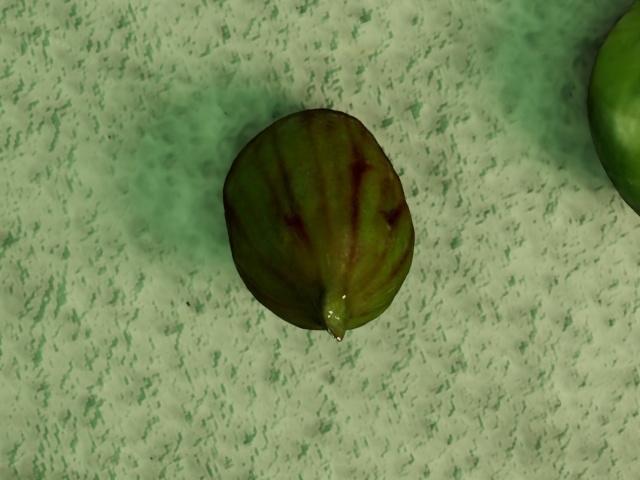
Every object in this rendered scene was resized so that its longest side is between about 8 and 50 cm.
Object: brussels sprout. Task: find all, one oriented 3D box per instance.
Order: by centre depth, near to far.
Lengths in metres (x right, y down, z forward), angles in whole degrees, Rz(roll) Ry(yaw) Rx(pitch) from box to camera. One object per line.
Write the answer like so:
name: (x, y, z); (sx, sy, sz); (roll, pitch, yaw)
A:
brussels sprout: (0.209, -0.076, 0.923); (0.155, 0.117, 0.155); (1, 87, -23)

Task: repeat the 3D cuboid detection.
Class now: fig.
fig: (0.000, 0.000, 0.894); (0.103, 0.155, 0.109); (-36, 112, 16)
